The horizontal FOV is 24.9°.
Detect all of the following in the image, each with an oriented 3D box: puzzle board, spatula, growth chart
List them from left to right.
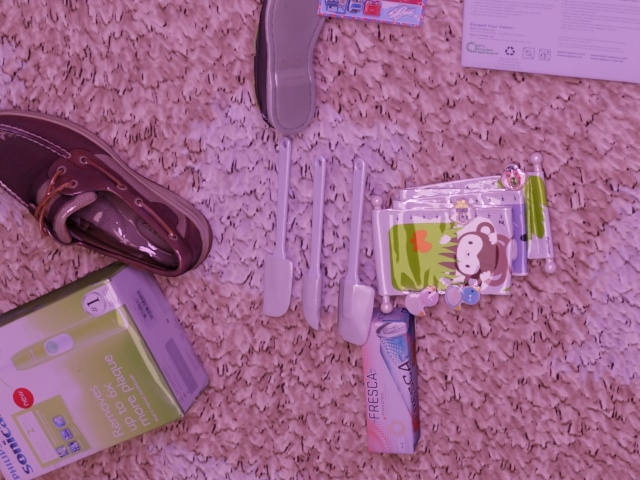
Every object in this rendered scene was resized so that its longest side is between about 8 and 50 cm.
[{"bbox_3d":[0.000,0.000,1.805,0.168,0.019,0.242,18,111,37],"label":"spatula"},{"bbox_3d":[0.065,-0.304,1.696,0.128,0.011,0.096,5,110,-13],"label":"puzzle board"},{"bbox_3d":[0.173,-0.001,1.774,0.237,0.021,0.172,-12,96,14],"label":"growth chart"}]

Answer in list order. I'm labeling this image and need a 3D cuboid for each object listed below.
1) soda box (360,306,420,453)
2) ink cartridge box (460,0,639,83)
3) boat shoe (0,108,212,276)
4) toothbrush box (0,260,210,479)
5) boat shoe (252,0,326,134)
[{"bbox_3d":[0.090,0.179,1.845,0.063,0.058,0.183,0,108,14],"label":"soda box"},{"bbox_3d":[0.273,-0.294,1.634,0.223,0.045,0.224,8,122,12],"label":"ink cartridge box"},{"bbox_3d":[-0.303,-0.053,1.832,0.342,0.123,0.123,32,112,2],"label":"boat shoe"},{"bbox_3d":[-0.324,0.171,1.911,0.283,0.122,0.206,-23,100,21],"label":"toothbrush box"},{"bbox_3d":[-0.043,-0.244,1.732,0.081,0.069,0.227,-4,110,-27],"label":"boat shoe"}]
